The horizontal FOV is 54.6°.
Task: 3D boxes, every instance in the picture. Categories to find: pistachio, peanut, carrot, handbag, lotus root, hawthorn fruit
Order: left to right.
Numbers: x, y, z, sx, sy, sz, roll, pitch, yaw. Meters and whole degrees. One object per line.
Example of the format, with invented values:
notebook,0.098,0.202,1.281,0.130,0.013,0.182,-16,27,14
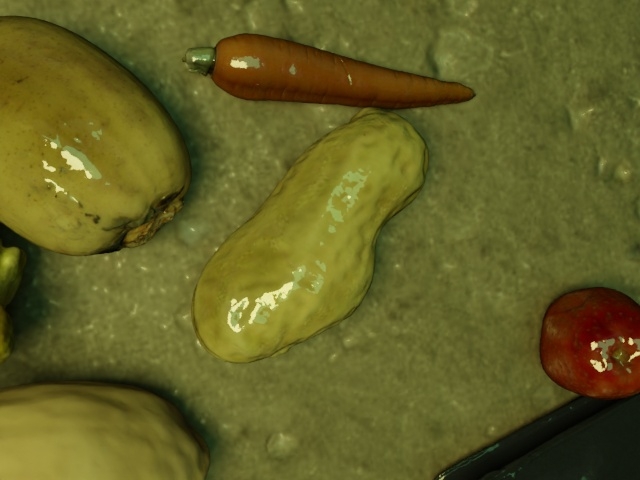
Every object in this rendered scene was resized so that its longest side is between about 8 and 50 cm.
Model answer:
lotus root,-0.267,-0.113,0.573,0.310,0.183,0.182,39,84,-4
pistachio,-0.240,0.239,0.540,0.309,0.230,0.229,13,89,-52
peanut,0.000,0.000,0.644,0.147,0.147,0.318,42,79,-10
carrot,0.019,-0.175,0.682,0.336,0.069,0.069,4,91,-18
handbag,0.314,0.339,0.727,0.326,0.118,0.268,-23,89,-9
hawthorn fruit,0.317,0.118,0.704,0.133,0.138,0.132,0,83,1

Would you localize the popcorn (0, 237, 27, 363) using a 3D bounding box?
popcorn,-0.382,0.062,0.524,0.259,0.259,0.212,37,126,-10
